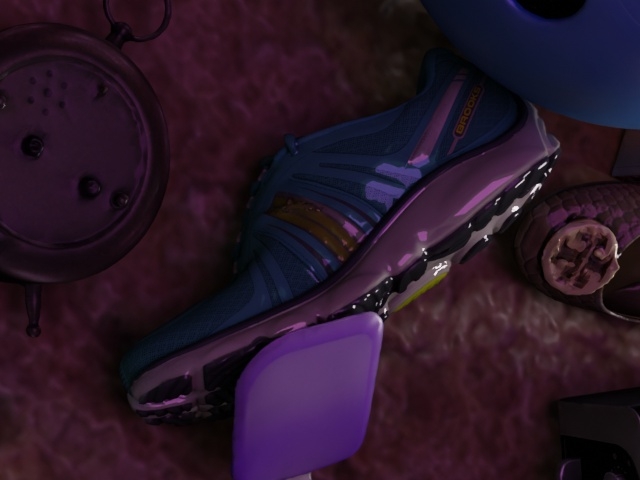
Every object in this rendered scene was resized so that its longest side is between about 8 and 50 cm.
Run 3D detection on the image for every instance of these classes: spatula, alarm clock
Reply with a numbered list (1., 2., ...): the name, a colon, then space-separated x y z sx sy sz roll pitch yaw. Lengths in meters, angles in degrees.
1. spatula: -0.004 0.178 1.023 0.084 0.030 0.296 -13 111 -27
2. alarm clock: -0.130 -0.059 0.980 0.129 0.064 0.192 38 69 -23

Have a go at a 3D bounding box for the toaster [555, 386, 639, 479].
1. toaster: 0.231 0.163 1.148 0.186 0.110 0.168 -6 93 -29

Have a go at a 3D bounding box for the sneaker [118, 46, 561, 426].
1. sneaker: 0.000 0.000 1.044 0.275 0.107 0.110 -37 75 -18

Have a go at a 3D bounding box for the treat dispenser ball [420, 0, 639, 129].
1. treat dispenser ball: 0.175 -0.202 1.018 0.288 0.288 0.288 0 89 -29

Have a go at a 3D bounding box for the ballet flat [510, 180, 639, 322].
1. ballet flat: 0.222 0.027 1.162 0.250 0.058 0.084 17 117 -30

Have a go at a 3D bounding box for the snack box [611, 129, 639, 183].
1. snack box: 0.308 -0.034 1.156 0.207 0.174 0.070 21 80 -28
